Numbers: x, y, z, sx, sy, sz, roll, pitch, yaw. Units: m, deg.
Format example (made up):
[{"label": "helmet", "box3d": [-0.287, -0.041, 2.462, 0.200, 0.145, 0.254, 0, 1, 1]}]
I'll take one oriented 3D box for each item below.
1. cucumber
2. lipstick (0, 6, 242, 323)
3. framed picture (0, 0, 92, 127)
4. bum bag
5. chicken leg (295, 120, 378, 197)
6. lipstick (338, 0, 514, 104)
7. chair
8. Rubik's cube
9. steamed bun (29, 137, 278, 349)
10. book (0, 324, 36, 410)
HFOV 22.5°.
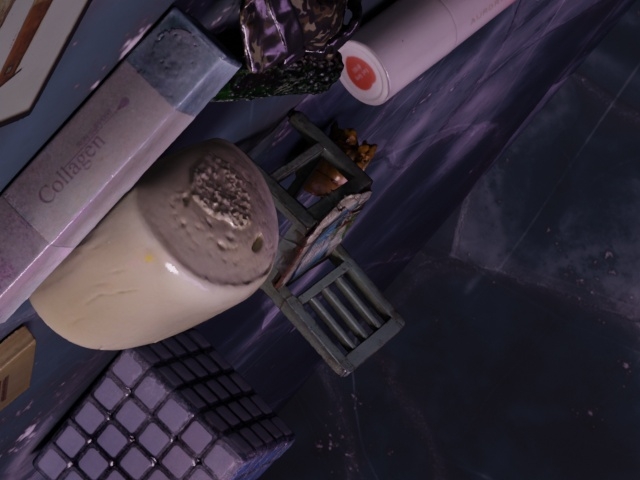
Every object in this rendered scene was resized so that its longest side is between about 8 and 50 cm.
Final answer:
[{"label": "cucumber", "box3d": [-0.059, -0.167, 1.554, 0.067, 0.067, 0.293, -49, 168, 21]}, {"label": "lipstick", "box3d": [-0.202, -0.060, 1.390, 0.317, 0.066, 0.068, -46, 172, 7]}, {"label": "framed picture", "box3d": [-0.217, -0.162, 1.074, 0.244, 0.013, 0.324, -32, 163, -51]}, {"label": "bum bag", "box3d": [-0.018, -0.214, 1.507, 0.248, 0.069, 0.102, -17, 138, -61]}, {"label": "chicken leg", "box3d": [0.018, -0.101, 2.126, 0.101, 0.085, 0.207, -57, 179, 1]}, {"label": "lipstick", "box3d": [0.153, -0.277, 1.909, 0.327, 0.087, 0.087, -40, 169, -32]}, {"label": "chair", "box3d": [0.000, 0.000, 1.881, 0.136, 0.270, 0.147, -35, 167, -43]}, {"label": "Rubik's cube", "box3d": [-0.215, 0.289, 2.263, 0.237, 0.238, 0.237, -48, 171, 13]}, {"label": "steamed bun", "box3d": [-0.153, 0.014, 1.542, 0.200, 0.155, 0.250, -30, -179, 28]}, {"label": "book", "box3d": [-0.402, 0.195, 1.733, 0.231, 0.026, 0.161, -40, 170, -26]}]
